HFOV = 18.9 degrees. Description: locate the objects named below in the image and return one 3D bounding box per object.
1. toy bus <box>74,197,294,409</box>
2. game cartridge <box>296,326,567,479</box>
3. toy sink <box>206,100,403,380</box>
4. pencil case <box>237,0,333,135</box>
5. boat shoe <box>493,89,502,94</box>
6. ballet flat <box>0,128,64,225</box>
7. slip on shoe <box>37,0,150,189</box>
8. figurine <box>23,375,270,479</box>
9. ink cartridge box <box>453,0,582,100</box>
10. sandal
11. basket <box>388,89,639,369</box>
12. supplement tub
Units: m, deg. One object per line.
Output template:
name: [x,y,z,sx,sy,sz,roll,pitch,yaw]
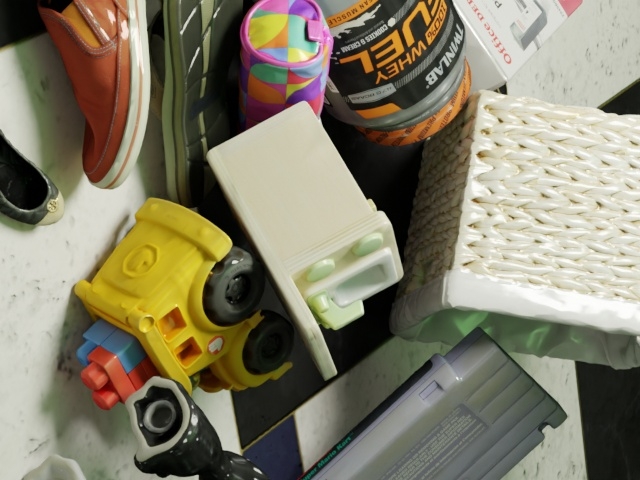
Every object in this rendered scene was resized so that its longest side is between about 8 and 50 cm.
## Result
toy bus: [-0.155,0.102,1.980,0.211,0.149,0.220,-48,136,-22]
game cartridge: [0.111,0.271,2.292,0.355,0.068,0.230,-43,136,4]
toy sink: [0.000,0.000,1.997,0.131,0.234,0.153,-28,154,-3]
pencil case: [-0.038,-0.161,2.048,0.236,0.104,0.104,93,21,-62]
boat shoe: [0.215,-0.196,2.514,0.056,0.048,0.153,-43,128,-43]
ballet flat: [-0.294,-0.062,1.821,0.173,0.049,0.057,46,60,-48]
slip on shoe: [-0.224,-0.211,1.861,0.101,0.123,0.331,-7,109,-21]
figurine: [-0.173,0.264,1.961,0.215,0.092,0.209,-37,141,2]
ink cartridge box: [0.212,-0.297,2.413,0.158,0.092,0.218,54,50,-11]
sandal: [-0.148,-0.175,1.988,0.120,0.086,0.303,-36,139,-53]
basket: [0.277,-0.002,2.317,0.328,0.331,0.266,137,-40,-77]
supplement tub: [0.041,-0.258,2.134,0.316,0.193,0.194,52,55,-45]
